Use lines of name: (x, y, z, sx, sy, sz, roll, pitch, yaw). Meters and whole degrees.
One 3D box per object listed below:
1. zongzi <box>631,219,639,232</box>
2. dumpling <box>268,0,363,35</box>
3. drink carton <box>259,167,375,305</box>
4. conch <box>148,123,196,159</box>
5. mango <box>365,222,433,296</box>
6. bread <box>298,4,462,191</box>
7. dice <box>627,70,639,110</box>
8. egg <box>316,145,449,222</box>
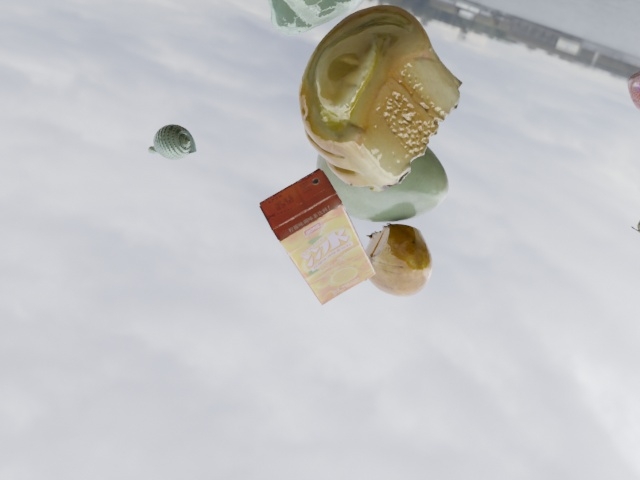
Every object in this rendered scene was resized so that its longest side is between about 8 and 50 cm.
zongzi: (0.776, 0.008, 1.885, 0.197, 0.099, 0.194, 12, -153, -41)
dumpling: (-0.013, -0.633, 2.167, 0.270, 0.212, 0.320, 26, -138, -7)
drink carton: (0.000, 0.000, 1.231, 0.071, 0.096, 0.223, 60, 179, 28)
conch: (-0.243, -0.164, 1.492, 0.085, 0.057, 0.076, 17, -161, 31)
mango: (0.169, 0.043, 1.929, 0.126, 0.154, 0.252, 8, -179, -17)
bread: (0.087, -0.273, 1.710, 0.270, 0.316, 0.211, 41, 167, -37)
dice: (0.760, -0.347, 2.057, 0.091, 0.094, 0.093, -19, -171, 43)
egg: (0.133, -0.142, 1.938, 0.295, 0.218, 0.218, 18, -164, 18)
